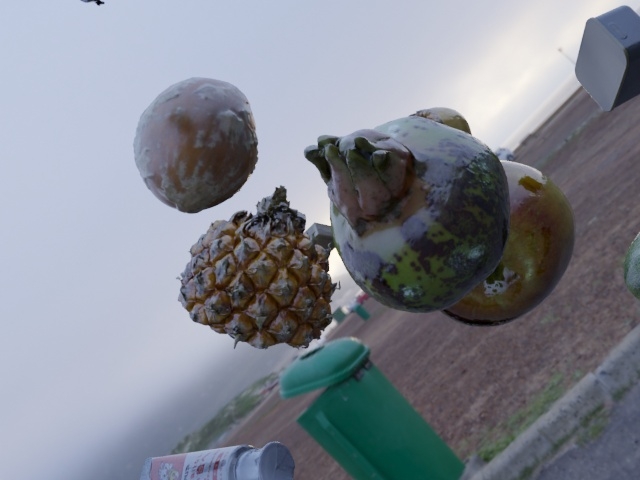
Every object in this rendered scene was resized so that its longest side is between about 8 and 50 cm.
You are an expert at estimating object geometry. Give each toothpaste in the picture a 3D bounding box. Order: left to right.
[{"bbox_3d":[-0.128,0.265,0.692,0.234,0.057,0.089,-26,45,35],"label":"toothpaste"}]

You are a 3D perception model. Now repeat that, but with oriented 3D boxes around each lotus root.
[{"bbox_3d":[0.231,-0.170,1.240,0.303,0.130,0.146,37,-117,-71],"label":"lotus root"}]

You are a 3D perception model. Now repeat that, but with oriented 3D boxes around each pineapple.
[{"bbox_3d":[-0.120,0.045,1.217,0.209,0.344,0.286,-76,-1,-73],"label":"pineapple"}]

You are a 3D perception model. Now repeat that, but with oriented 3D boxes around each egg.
[{"bbox_3d":[-0.190,-0.148,0.993,0.195,0.195,0.233,-51,26,43],"label":"egg"}]

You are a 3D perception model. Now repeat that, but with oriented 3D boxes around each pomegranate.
[{"bbox_3d":[0.081,-0.033,0.713,0.276,0.222,0.204,0,-46,-36],"label":"pomegranate"}]

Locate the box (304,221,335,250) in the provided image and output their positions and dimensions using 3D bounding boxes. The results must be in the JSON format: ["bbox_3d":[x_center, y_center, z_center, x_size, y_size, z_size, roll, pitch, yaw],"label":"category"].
[{"bbox_3d":[0.000,0.000,1.398,0.083,0.035,0.079,11,-40,-40],"label":"box"}]

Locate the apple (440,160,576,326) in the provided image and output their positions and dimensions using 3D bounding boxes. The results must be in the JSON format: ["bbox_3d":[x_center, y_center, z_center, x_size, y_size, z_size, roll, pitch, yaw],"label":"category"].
[{"bbox_3d":[0.391,-0.004,1.478,0.384,0.374,0.374,-48,-6,32],"label":"apple"}]

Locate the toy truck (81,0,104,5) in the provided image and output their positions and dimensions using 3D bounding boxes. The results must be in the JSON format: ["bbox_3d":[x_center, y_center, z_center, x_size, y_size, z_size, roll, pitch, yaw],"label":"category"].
[{"bbox_3d":[-0.273,-0.376,0.721,0.124,0.268,0.155,-31,-40,-43],"label":"toy truck"}]

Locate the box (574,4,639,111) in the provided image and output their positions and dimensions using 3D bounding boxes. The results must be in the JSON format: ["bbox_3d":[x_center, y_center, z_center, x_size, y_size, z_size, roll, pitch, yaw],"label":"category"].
[{"bbox_3d":[0.643,-0.395,1.382,0.090,0.144,0.201,-25,-29,-1],"label":"box"}]

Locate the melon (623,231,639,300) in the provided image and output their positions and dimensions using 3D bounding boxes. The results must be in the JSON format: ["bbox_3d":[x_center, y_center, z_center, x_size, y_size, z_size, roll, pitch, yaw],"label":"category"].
[{"bbox_3d":[0.542,0.022,0.944,0.139,0.139,0.192,-40,-15,-49],"label":"melon"}]
